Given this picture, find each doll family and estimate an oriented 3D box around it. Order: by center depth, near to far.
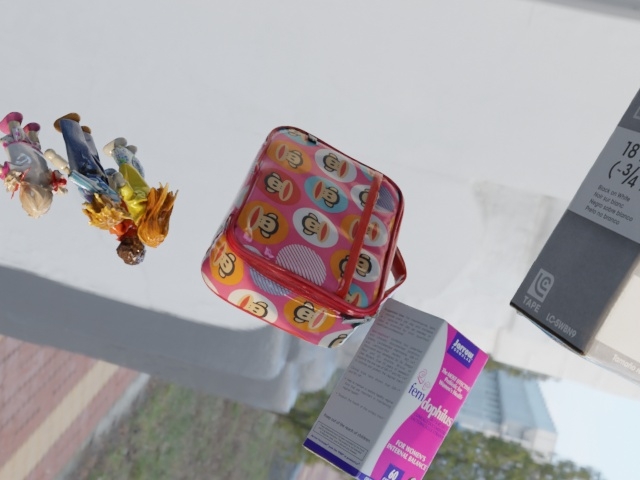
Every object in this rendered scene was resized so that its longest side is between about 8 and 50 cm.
[{"bbox_3d":[-0.259,-0.066,1.094,0.263,0.118,0.163,34,25,-55],"label":"doll family"}]

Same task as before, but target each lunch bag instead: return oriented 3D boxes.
[{"bbox_3d":[0.000,0.000,1.219,0.120,0.258,0.293,-53,-168,40],"label":"lunch bag"}]

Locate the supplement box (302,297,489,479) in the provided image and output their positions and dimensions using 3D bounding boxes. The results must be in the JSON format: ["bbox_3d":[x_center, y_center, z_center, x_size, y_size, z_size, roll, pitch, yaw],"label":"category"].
[{"bbox_3d":[0.097,0.201,1.157,0.111,0.114,0.220,38,77,-38],"label":"supplement box"}]

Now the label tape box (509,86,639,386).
[{"bbox_3d":[0.332,-0.031,0.676,0.333,0.241,0.106,-61,-156,6],"label":"label tape box"}]
